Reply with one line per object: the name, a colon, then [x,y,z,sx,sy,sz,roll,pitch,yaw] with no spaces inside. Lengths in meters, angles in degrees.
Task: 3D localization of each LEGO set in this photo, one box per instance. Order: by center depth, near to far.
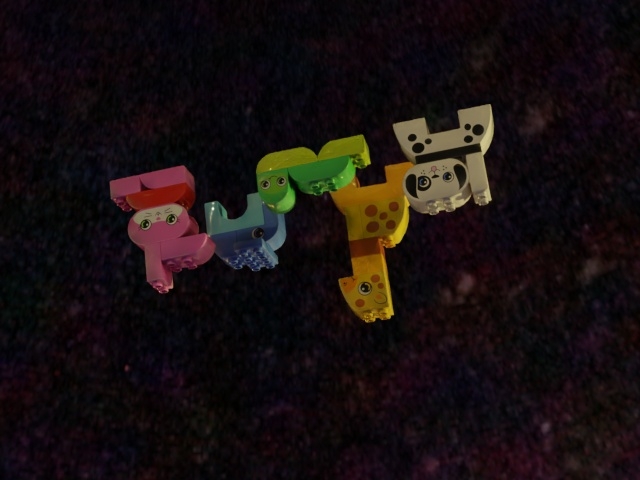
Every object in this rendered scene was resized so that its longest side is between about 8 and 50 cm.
LEGO set: [0.000,0.000,0.688,0.227,0.093,0.087,-11,159,10]
